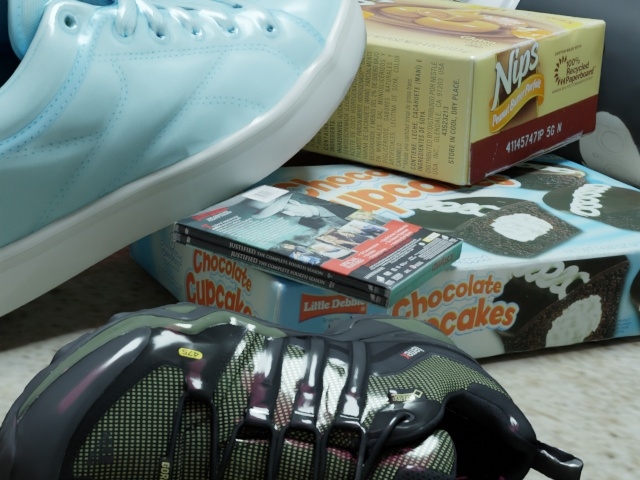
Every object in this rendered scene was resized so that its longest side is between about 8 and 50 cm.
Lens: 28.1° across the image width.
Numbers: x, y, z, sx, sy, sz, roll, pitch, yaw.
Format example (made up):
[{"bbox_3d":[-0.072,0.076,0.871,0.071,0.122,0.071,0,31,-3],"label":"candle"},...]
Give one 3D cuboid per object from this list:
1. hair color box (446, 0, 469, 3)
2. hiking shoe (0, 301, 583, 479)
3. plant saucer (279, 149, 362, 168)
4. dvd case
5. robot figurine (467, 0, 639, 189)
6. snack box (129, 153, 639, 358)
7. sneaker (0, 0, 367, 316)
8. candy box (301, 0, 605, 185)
[{"bbox_3d":[0.297,-0.266,1.446,0.339,0.185,0.110,-8,24,-36],"label":"hair color box"},{"bbox_3d":[-0.006,0.075,0.481,0.227,0.086,0.114,-6,19,-36],"label":"hiking shoe"},{"bbox_3d":[-0.030,-0.084,0.986,0.168,0.029,0.168,-2,28,1],"label":"plant saucer"},{"bbox_3d":[0.000,0.000,0.635,0.119,0.013,0.087,17,23,23],"label":"dvd case"},{"bbox_3d":[0.242,-0.142,1.068,0.278,0.209,0.173,22,59,37],"label":"robot figurine"},{"bbox_3d":[0.070,0.005,0.757,0.322,0.060,0.187,-5,21,-30],"label":"snack box"},{"bbox_3d":[-0.112,-0.092,0.668,0.135,0.150,0.366,21,45,36],"label":"sneaker"},{"bbox_3d":[0.017,-0.125,0.906,0.316,0.087,0.183,14,22,35],"label":"candy box"}]
